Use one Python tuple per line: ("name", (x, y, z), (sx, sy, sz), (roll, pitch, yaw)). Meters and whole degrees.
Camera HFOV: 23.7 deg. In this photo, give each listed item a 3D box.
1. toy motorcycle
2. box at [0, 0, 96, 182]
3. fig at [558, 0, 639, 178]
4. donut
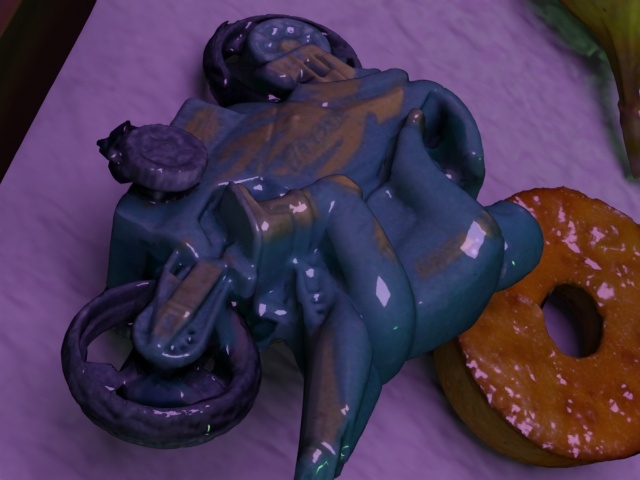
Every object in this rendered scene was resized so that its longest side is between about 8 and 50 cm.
("toy motorcycle", (-0.001, 0.001, 0.710), (0.198, 0.109, 0.296), (20, 43, 7))
("box", (-0.226, -0.100, 0.608), (0.229, 0.239, 0.339), (25, 60, -8))
("fig", (0.188, -0.160, 0.880), (0.159, 0.159, 0.257), (1, 87, -22))
("donut", (0.120, 0.048, 0.788), (0.151, 0.058, 0.152), (9, 64, -19))
